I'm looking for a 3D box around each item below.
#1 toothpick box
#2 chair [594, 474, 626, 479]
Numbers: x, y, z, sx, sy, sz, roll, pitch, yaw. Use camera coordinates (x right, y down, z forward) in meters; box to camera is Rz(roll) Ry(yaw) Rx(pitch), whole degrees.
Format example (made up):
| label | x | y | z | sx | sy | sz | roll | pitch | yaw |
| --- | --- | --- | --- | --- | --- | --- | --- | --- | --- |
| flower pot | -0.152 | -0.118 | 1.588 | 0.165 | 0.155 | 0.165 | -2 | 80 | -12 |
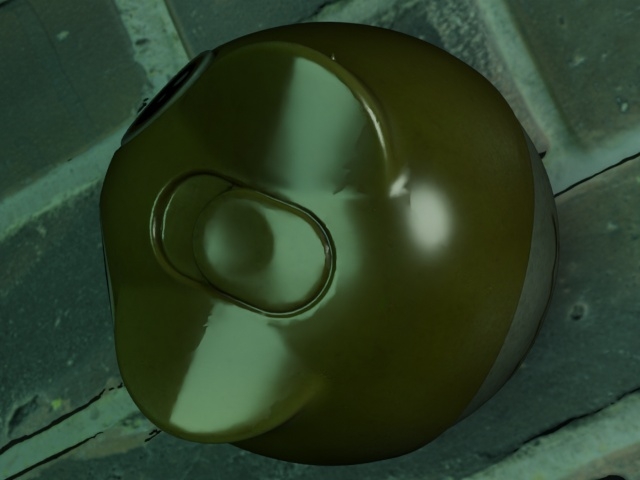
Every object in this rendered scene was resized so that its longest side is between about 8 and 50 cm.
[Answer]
| label | x | y | z | sx | sy | sz | roll | pitch | yaw |
| --- | --- | --- | --- | --- | --- | --- | --- | --- | --- |
| toothpick box | 0.000 | 0.000 | 1.350 | 0.408 | 0.425 | 0.409 | 0 | 90 | 20 |
| chair | 0.294 | 0.355 | 1.414 | 0.140 | 0.221 | 0.145 | -38 | 120 | 16 |
